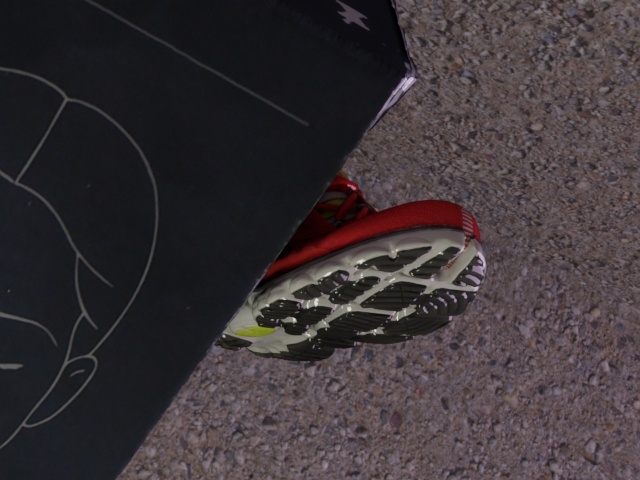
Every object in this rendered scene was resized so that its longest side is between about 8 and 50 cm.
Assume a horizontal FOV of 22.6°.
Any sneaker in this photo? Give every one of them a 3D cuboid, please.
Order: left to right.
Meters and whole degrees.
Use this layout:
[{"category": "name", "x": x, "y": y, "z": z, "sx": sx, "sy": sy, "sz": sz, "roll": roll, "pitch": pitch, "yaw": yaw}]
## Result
[{"category": "sneaker", "x": 0.000, "y": 0.000, "z": 0.955, "sx": 0.279, "sy": 0.107, "sz": 0.118, "roll": -19, "pitch": -117, "yaw": 60}]

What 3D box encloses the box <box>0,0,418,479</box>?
[{"category": "box", "x": -0.281, "y": -0.082, "z": 0.944, "sx": 0.471, "sy": 0.480, "sz": 0.297, "roll": -53, "pitch": -159, "yaw": 23}]
